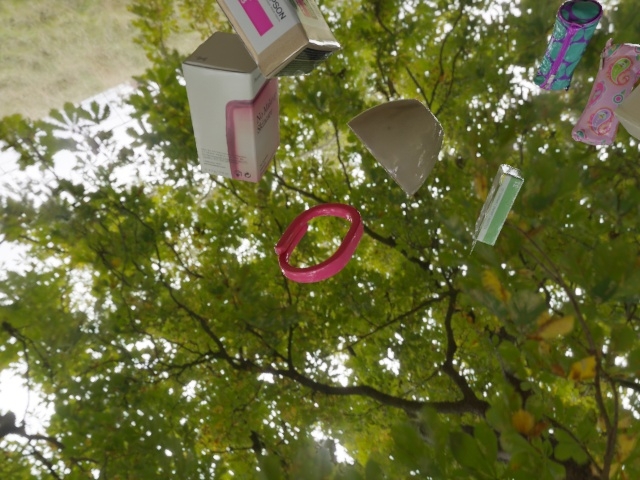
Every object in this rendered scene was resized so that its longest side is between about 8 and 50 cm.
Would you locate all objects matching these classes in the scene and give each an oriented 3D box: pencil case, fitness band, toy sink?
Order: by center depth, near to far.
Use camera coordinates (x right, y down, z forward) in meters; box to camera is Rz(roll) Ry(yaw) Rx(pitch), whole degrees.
[{"bbox_3d":[0.406,-0.318,0.755,0.064,0.151,0.070,25,-110,20],"label":"pencil case"},{"bbox_3d":[0.826,-0.260,1.030,0.131,0.153,0.234,-53,-133,24],"label":"toy sink"},{"bbox_3d":[0.000,0.000,1.242,0.209,0.054,0.291,6,-137,26],"label":"fitness band"},{"bbox_3d":[0.822,-0.415,1.300,0.124,0.284,0.124,12,-163,-4],"label":"pencil case"}]

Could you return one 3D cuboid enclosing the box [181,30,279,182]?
[{"bbox_3d":[-0.159,-0.252,0.875,0.127,0.232,0.148,12,-133,8],"label":"box"}]

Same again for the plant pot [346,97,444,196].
[{"bbox_3d":[0.237,-0.293,1.308,0.191,0.284,0.284,-42,-141,10],"label":"plant pot"}]

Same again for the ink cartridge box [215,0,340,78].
[{"bbox_3d":[-0.082,-0.375,0.699,0.088,0.234,0.193,-29,-169,24],"label":"ink cartridge box"}]

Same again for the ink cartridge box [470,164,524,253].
[{"bbox_3d":[0.403,-0.069,1.042,0.056,0.171,0.235,21,-155,12],"label":"ink cartridge box"}]
